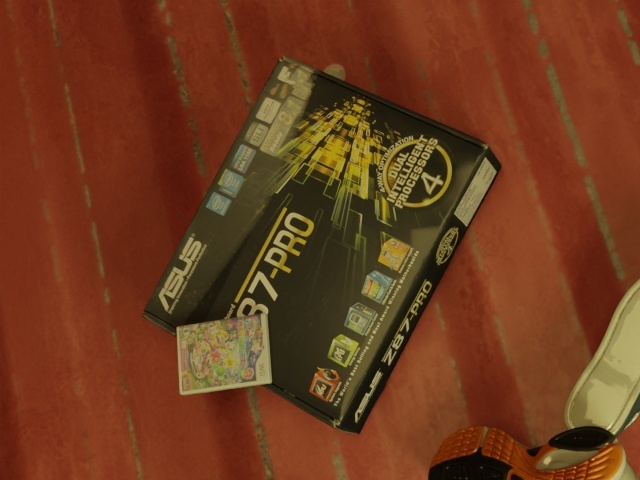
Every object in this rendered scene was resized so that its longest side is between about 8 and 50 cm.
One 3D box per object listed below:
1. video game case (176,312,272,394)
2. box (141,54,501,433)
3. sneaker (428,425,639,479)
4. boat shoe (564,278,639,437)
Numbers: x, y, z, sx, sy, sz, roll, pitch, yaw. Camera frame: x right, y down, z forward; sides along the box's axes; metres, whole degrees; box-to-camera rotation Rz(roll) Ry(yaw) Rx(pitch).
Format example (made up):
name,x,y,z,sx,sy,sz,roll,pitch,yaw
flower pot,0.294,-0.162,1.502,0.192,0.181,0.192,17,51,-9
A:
name,x,y,z,sx,sy,sz,roll,pitch,yaw
video game case,-0.120,0.141,1.605,0.122,0.011,0.087,-10,73,19
box,0.000,0.000,1.653,0.318,0.097,0.395,28,87,26
sneaker,0.246,0.283,1.489,0.262,0.121,0.099,-6,49,41
boat shoe,0.374,0.129,1.496,0.095,0.079,0.254,29,88,22
